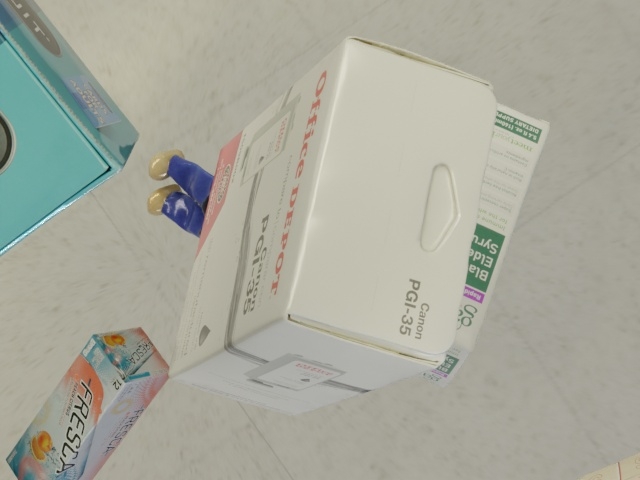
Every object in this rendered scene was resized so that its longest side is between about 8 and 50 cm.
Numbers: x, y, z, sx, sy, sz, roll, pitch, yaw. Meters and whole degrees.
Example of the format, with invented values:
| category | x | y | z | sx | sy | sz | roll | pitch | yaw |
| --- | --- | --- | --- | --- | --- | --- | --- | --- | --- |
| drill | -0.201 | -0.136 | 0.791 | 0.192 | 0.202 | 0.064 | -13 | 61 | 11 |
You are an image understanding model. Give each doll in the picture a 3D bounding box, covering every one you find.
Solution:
| category | x | y | z | sx | sy | sz | roll | pitch | yaw |
| --- | --- | --- | --- | --- | --- | --- | --- | --- | --- |
| doll | -0.082 | -0.009 | 1.337 | 0.046 | 0.189 | 0.129 | -20 | 129 | -37 |

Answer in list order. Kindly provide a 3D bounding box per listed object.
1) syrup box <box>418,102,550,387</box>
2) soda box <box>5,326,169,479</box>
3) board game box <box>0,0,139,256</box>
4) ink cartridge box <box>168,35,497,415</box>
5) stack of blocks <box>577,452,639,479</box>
| category | x | y | z | sx | sy | sz | roll | pitch | yaw |
| --- | --- | --- | --- | --- | --- | --- | --- | --- | --- |
| syrup box | 0.111 | -0.004 | 1.277 | 0.093 | 0.096 | 0.236 | 23 | 61 | 0 |
| soda box | -0.211 | 0.160 | 1.351 | 0.058 | 0.063 | 0.183 | 51 | 123 | 23 |
| board game box | -0.292 | -0.040 | 0.661 | 0.336 | 0.079 | 0.253 | -35 | 103 | 9 |
| ink cartridge box | 0.000 | 0.000 | 1.077 | 0.117 | 0.283 | 0.207 | 18 | 72 | -16 |
| stack of blocks | 0.277 | 0.288 | 1.261 | 0.087 | 0.297 | 0.171 | -25 | 103 | 16 |
